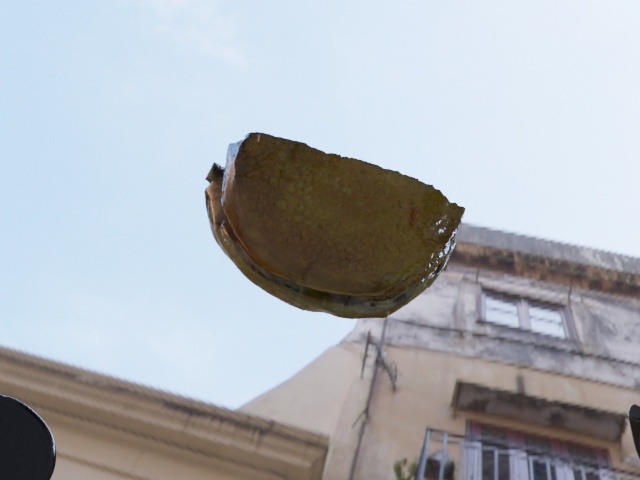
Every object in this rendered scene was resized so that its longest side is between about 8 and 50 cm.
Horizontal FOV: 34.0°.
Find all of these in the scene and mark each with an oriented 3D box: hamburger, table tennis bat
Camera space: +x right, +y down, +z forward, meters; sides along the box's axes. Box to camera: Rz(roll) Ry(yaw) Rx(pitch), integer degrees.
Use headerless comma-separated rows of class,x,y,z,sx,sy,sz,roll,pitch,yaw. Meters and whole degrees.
hamburger,0.000,0.000,1.120,0.283,0.144,0.156,17,-111,3
table tennis bat,-0.431,0.234,1.291,0.150,0.027,0.236,-40,-79,5

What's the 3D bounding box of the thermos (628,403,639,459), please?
thermos,0.404,0.211,1.126,0.137,0.105,0.193,2,-46,26
